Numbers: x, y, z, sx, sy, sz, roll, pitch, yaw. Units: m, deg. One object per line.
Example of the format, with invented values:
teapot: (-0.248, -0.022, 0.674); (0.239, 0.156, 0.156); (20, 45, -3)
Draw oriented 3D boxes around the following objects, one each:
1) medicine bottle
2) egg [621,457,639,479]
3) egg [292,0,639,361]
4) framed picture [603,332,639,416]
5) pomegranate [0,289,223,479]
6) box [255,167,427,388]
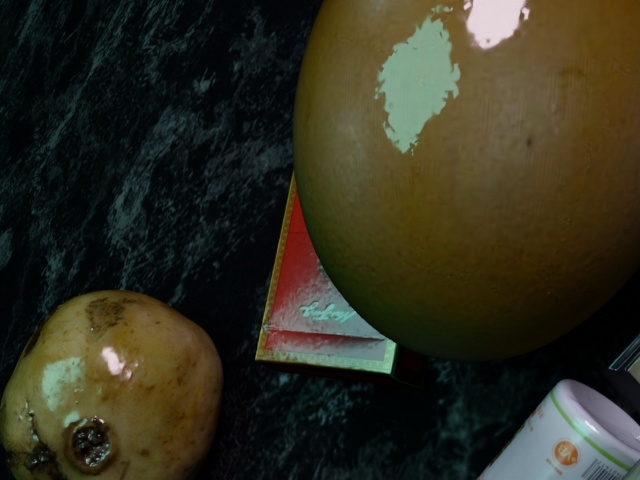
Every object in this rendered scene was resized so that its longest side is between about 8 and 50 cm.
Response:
medicine bottle: (0.149, 0.192, 0.616); (0.183, 0.086, 0.086); (-55, 39, 16)
egg: (0.243, 0.178, 0.337); (0.379, 0.287, 0.288); (-41, 45, 29)
egg: (0.122, -0.088, 0.622); (0.282, 0.282, 0.351); (2, 76, 51)
framed picture: (0.299, 0.082, 0.545); (0.199, 0.010, 0.195); (-54, 39, 19)
pomegranate: (-0.229, 0.183, 0.975); (0.260, 0.260, 0.260); (-26, 54, 42)
box: (0.036, 0.012, 0.829); (0.153, 0.074, 0.240); (2, 73, 29)
